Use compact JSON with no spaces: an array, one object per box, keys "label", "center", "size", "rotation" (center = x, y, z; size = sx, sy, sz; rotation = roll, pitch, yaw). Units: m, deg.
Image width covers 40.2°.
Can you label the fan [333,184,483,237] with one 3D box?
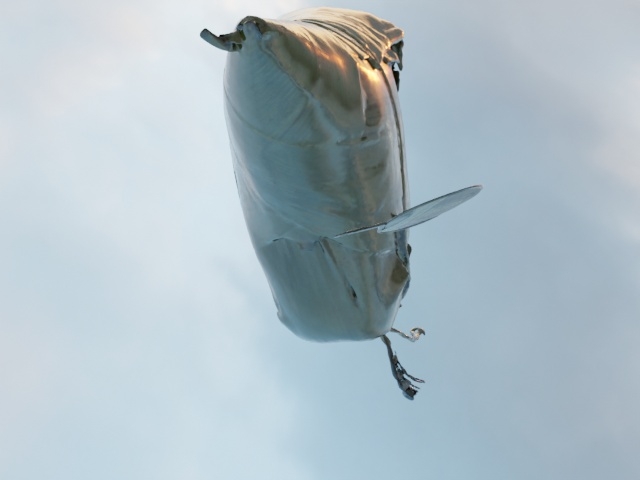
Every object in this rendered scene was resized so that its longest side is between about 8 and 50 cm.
[{"label":"fan","center":[0.049,-0.015,0.432],"size":[0.080,0.060,0.003],"rotation":[-7,-107,-58]}]

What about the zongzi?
[{"label":"zongzi","center":[0.000,0.000,0.831],"size":[0.181,0.447,0.418],"rotation":[-6,-169,10]}]
